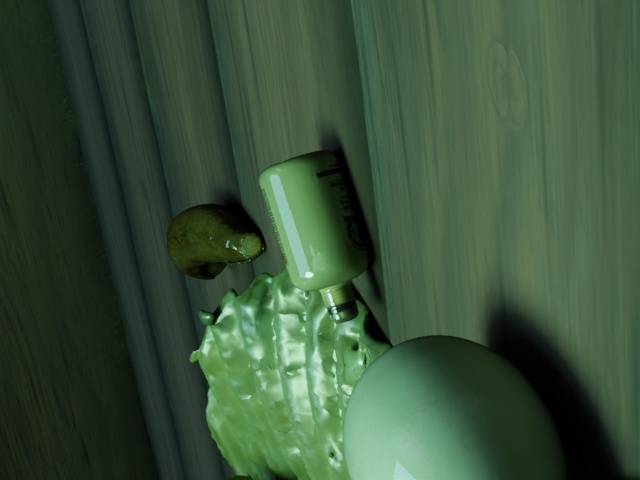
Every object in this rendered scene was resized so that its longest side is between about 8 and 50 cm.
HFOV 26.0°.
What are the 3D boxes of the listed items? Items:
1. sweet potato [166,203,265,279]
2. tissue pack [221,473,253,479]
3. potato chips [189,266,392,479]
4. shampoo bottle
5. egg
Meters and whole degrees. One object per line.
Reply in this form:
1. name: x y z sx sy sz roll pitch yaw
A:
1. sweet potato: -0.139 -0.001 1.848 0.112 0.085 0.286 42 159 -15
2. tissue pack: -0.066 0.381 1.462 0.271 0.192 0.134 20 142 55
3. potato chips: -0.001 0.209 1.493 0.373 0.097 0.389 33 138 42
4. shampoo bottle: 0.000 0.000 1.316 0.079 0.079 0.162 152 101 -75
5. egg: 0.097 0.155 0.992 0.209 0.151 0.151 -121 19 -58
